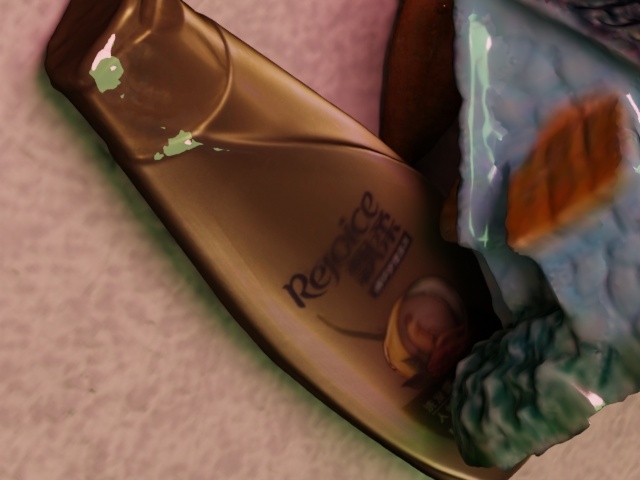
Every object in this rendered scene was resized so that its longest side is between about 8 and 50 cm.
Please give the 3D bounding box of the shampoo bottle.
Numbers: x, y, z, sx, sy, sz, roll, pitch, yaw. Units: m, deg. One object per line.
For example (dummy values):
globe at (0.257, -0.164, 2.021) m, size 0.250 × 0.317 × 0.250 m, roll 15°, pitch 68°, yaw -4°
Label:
shampoo bottle at (0.000, 0.000, 0.739) m, size 0.350 × 0.084 × 0.125 m, roll 45°, pitch 71°, yaw -32°

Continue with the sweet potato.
sweet potato at (0.088, -0.162, 0.765) m, size 0.078 × 0.058 × 0.255 m, roll 26°, pitch 87°, yaw -51°

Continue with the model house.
model house at (0.140, -0.052, 0.713) m, size 0.261 × 0.226 × 0.241 m, roll -23°, pitch 83°, yaw -52°
